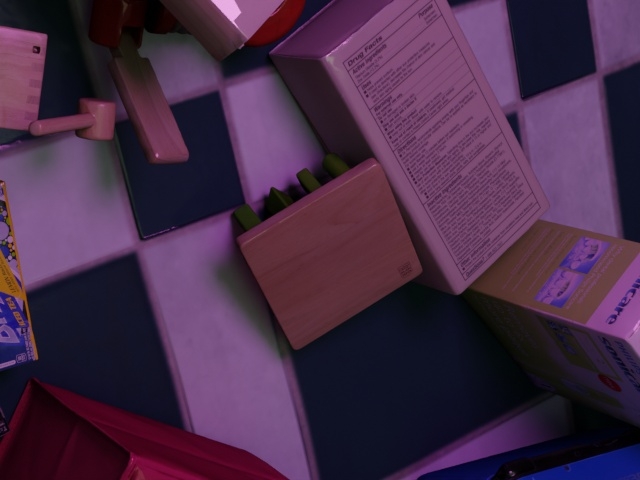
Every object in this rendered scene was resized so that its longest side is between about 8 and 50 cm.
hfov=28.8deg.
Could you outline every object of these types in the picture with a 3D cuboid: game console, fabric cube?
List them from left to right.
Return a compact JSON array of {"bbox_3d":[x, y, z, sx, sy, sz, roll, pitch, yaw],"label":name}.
[{"bbox_3d":[-0.162,0.306,1.134,0.258,0.259,0.254,28,85,-33],"label":"fabric cube"},{"bbox_3d":[0.303,0.303,1.409,0.293,0.250,0.173,-9,144,-31],"label":"game console"}]

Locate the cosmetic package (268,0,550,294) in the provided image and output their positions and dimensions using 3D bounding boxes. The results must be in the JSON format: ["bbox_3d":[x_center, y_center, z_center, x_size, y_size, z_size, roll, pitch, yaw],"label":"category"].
[{"bbox_3d":[0.099,-0.112,1.310,0.160,0.113,0.309,-41,117,-19],"label":"cosmetic package"}]

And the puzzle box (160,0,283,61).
[{"bbox_3d":[-0.062,-0.375,1.074,0.272,0.052,0.409,46,54,-13],"label":"puzzle box"}]

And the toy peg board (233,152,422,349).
[{"bbox_3d":[0.000,0.000,1.284,0.161,0.079,0.161,-31,131,-6],"label":"toy peg board"}]

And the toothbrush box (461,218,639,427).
[{"bbox_3d":[0.316,0.096,1.387,0.122,0.283,0.206,-50,122,-15],"label":"toothbrush box"}]

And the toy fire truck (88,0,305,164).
[{"bbox_3d":[-0.116,-0.206,1.145,0.217,0.158,0.246,2,110,-33],"label":"toy fire truck"}]

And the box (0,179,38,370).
[{"bbox_3d":[-0.302,0.031,1.114,0.059,0.054,0.169,-16,107,-30],"label":"box"}]

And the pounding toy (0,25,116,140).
[{"bbox_3d":[-0.263,-0.140,1.029,0.206,0.181,0.094,5,96,-33],"label":"pounding toy"}]

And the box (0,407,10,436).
[{"bbox_3d":[-0.335,0.164,1.139,0.083,0.018,0.067,-28,113,-25],"label":"box"}]
